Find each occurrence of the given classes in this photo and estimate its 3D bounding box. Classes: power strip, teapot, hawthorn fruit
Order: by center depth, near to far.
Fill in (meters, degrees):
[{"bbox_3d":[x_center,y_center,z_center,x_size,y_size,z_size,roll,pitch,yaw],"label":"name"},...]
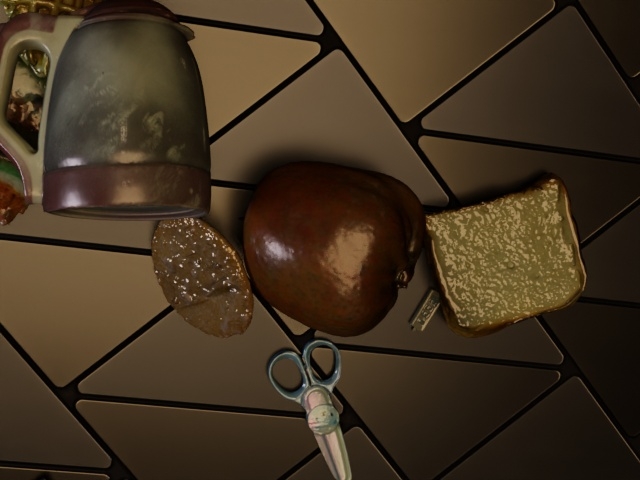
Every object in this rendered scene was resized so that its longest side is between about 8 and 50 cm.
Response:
[{"bbox_3d":[-0.312,-0.189,1.650,0.315,0.233,0.312,0,84,-9],"label":"teapot"},{"bbox_3d":[0.000,0.000,1.796,0.301,0.268,0.267,18,98,17],"label":"hawthorn fruit"},{"bbox_3d":[0.178,0.119,1.971,0.027,0.017,0.083,30,93,-12],"label":"power strip"}]

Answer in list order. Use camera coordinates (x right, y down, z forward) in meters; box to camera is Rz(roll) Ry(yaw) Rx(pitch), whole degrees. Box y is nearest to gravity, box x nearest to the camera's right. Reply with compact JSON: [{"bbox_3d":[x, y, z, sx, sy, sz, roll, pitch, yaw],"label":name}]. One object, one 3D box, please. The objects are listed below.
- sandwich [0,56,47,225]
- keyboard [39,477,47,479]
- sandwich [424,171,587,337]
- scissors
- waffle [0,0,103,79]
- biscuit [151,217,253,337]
[{"bbox_3d":[-0.499,-0.130,1.736,0.301,0.162,0.250,-27,100,-7],"label":"sandwich"},{"bbox_3d":[-0.558,0.504,1.913,0.317,0.027,0.106,-33,107,-2],"label":"keyboard"},{"bbox_3d":[0.305,0.027,1.936,0.251,0.087,0.226,-17,90,-6],"label":"sandwich"},{"bbox_3d":[0.003,0.294,1.966,0.125,0.030,0.256,-20,100,-6],"label":"scissors"},{"bbox_3d":[-0.365,-0.333,1.751,0.214,0.054,0.207,-36,97,-24],"label":"waffle"},{"bbox_3d":[-0.184,0.057,1.818,0.033,0.220,0.219,-34,108,-41],"label":"biscuit"}]
